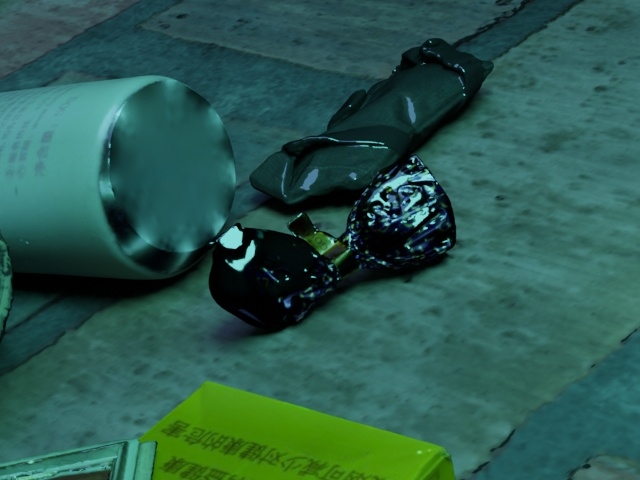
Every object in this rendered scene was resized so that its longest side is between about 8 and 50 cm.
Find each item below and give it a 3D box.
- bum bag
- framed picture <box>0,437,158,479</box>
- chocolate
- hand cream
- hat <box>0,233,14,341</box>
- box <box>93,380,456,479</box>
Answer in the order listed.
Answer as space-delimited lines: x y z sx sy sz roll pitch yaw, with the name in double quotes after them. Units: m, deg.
0.037 -0.080 1.147 0.087 0.049 0.197 6 34 40 "bum bag"
-0.182 0.174 0.737 0.216 0.016 0.273 -12 27 5 "framed picture"
0.001 0.003 0.995 0.147 0.072 0.070 -18 25 -21 "chocolate"
-0.218 -0.036 1.137 0.358 0.118 0.185 1 36 38 "hand cream"
-0.302 0.030 0.956 0.265 0.128 0.266 -18 43 17 "hat"
-0.079 0.161 0.769 0.153 0.041 0.279 12 37 38 "box"
